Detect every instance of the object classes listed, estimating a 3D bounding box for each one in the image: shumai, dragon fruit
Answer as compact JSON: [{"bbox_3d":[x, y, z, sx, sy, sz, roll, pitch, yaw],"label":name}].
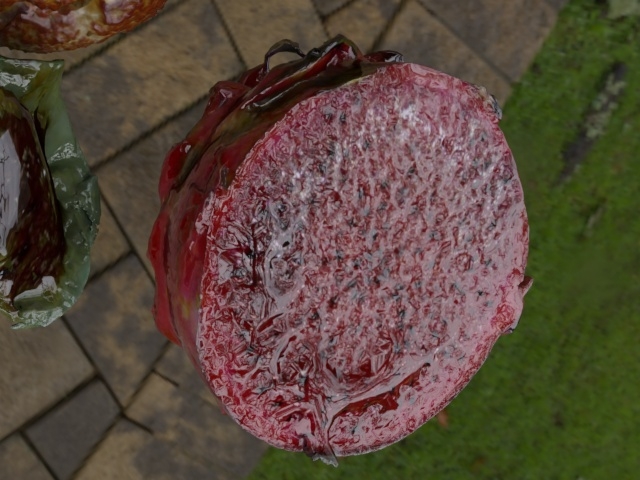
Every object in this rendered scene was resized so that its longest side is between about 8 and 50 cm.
[{"bbox_3d":[-0.309,-0.014,0.943,0.288,0.292,0.330,36,62,-35],"label":"shumai"},{"bbox_3d":[0.000,0.000,1.180,0.386,0.249,0.370,19,96,-39],"label":"dragon fruit"}]

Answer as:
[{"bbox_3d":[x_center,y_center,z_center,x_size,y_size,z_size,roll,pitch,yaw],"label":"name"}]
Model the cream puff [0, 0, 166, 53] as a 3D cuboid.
[{"bbox_3d":[-0.204,-0.236,0.956,0.240,0.164,0.240,-2,142,-2],"label":"cream puff"}]
